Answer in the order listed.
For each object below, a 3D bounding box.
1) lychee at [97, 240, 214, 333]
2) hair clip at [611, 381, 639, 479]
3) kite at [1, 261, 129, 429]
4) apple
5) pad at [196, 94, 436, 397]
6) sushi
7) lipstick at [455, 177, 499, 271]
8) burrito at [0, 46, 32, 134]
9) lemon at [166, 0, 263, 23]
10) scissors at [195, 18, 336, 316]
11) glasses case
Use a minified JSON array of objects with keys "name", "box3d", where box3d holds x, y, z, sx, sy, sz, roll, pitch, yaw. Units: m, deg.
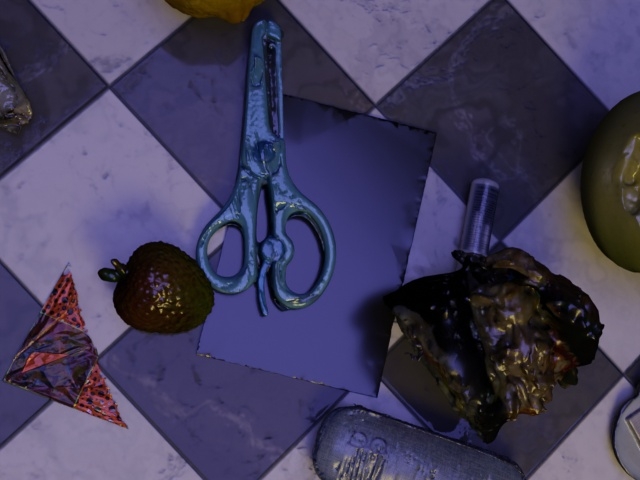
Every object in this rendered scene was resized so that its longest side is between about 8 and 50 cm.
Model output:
[{"name":"lychee","box3d":[-0.198,0.059,1.148,0.146,0.114,0.114,28,78,-25]},{"name":"hair clip","box3d":[0.451,0.275,1.263,0.116,0.049,0.172,-31,86,-17]},{"name":"kite","box3d":[-0.332,0.151,1.166,0.125,0.008,0.222,-21,86,-9]},{"name":"apple","box3d":[0.466,-0.070,1.212,0.279,0.279,0.279,1,82,-10]},{"name":"pad","box3d":[0.000,0.000,1.242,0.248,0.007,0.367,14,81,-8]},{"name":"sushi","box3d":[0.219,0.107,1.151,0.219,0.238,0.225,-34,83,6]},{"name":"lipstick","box3d":[0.209,-0.013,1.262,0.040,0.040,0.141,14,80,-8]},{"name":"burrito","box3d":[-0.418,-0.218,1.180,0.058,0.045,0.188,-28,90,13]},{"name":"lemon","box3d":[-0.137,-0.381,1.173,0.192,0.192,0.231,-19,86,-12]},{"name":"scissors","box3d":[-0.067,-0.099,1.223,0.180,0.032,0.393,2,82,-10]},{"name":"glasses case","box3d":[0.126,0.292,1.194,0.282,0.067,0.109,20,82,-5]}]
